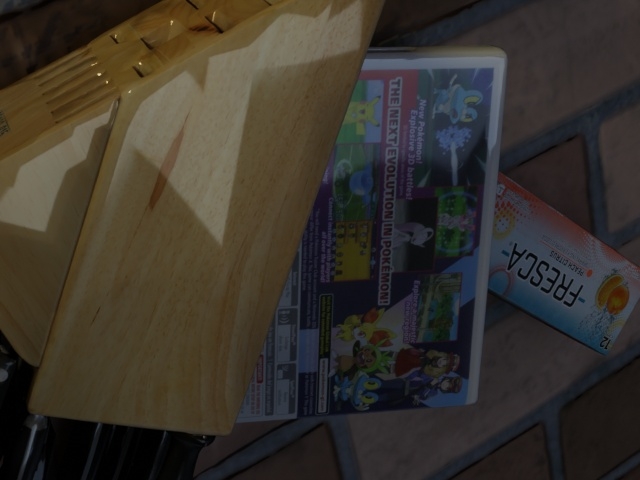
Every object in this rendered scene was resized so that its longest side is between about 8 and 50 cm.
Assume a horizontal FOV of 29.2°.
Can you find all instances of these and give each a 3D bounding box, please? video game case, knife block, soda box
[{"bbox_3d":[0.000,0.000,0.636,0.183,0.023,0.201,-3,112,-12],"label":"video game case"},{"bbox_3d":[-0.066,0.030,0.567,0.275,0.088,0.242,-31,121,-6],"label":"knife block"},{"bbox_3d":[0.121,0.007,0.745,0.183,0.058,0.063,29,92,-39],"label":"soda box"}]
